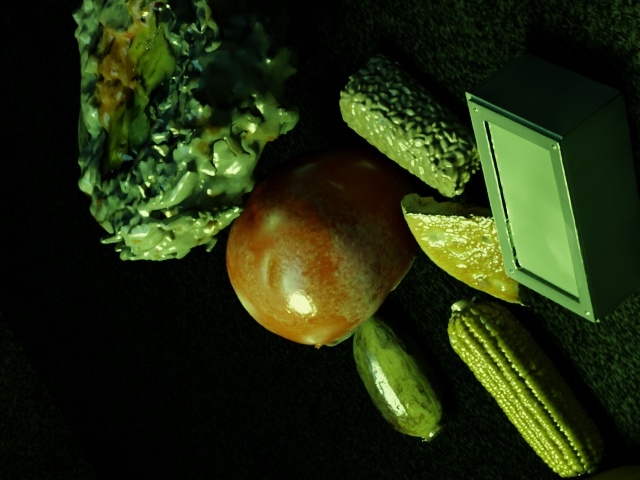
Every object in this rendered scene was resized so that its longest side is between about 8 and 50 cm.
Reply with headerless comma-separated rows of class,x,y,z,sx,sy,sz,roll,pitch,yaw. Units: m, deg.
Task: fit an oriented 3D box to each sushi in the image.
sushi,-0.158,-0.171,2.172,0.417,0.176,0.417,-178,90,-66

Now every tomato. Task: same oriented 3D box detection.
tomato,0.001,-0.001,2.155,0.188,0.232,0.232,38,157,-6

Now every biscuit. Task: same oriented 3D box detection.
biscuit,0.094,-0.117,2.033,0.168,0.070,0.082,41,160,19

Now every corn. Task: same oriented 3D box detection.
corn,0.225,0.158,2.140,0.238,0.080,0.080,51,156,2

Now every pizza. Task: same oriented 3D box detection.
pizza,0.166,-0.003,2.047,0.178,0.041,0.131,30,140,-6

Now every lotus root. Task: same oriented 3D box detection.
lotus root,0.093,0.168,2.386,0.179,0.080,0.089,58,154,-9

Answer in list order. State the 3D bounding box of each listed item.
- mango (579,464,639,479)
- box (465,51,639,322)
mango,0.266,0.339,2.156,0.142,0.195,0.331,64,157,17
box,0.226,-0.048,1.858,0.129,0.086,0.225,29,146,44
